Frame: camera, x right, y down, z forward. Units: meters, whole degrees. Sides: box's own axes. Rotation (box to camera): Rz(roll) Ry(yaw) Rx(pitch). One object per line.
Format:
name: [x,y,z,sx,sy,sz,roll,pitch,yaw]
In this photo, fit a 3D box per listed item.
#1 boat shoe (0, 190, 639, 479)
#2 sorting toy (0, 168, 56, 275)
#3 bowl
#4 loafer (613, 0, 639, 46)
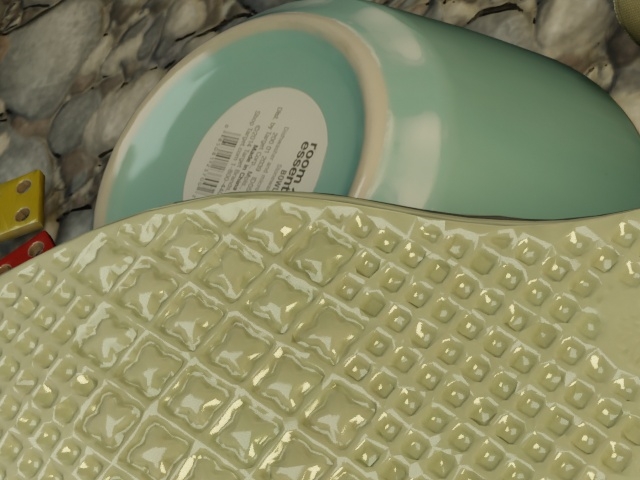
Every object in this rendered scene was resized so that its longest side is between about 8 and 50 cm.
boat shoe: [0.075,0.071,0.821,0.500,0.156,0.187,-8,63,8]
sorting toy: [-0.267,0.067,1.267,0.274,0.046,0.132,-37,44,-1]
bowl: [0.000,0.000,1.021,0.311,0.163,0.312,-20,54,30]
loafer: [0.202,-0.113,0.986,0.087,0.094,0.251,-43,40,27]
